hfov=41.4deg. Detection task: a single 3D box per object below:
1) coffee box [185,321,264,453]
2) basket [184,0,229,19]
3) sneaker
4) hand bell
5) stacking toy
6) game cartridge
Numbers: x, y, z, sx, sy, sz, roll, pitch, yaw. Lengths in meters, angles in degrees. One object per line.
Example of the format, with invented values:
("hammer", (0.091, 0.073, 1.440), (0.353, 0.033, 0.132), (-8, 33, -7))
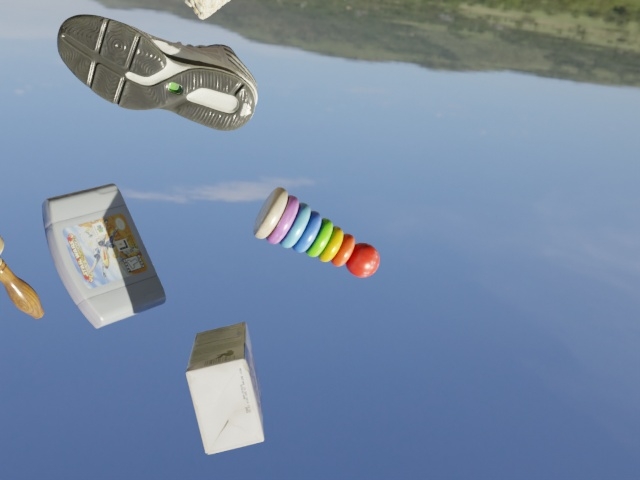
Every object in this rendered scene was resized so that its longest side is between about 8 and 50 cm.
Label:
("coffee box", (-0.189, 0.287, 1.705), (0.118, 0.168, 0.297), (-13, -172, -3))
("basket", (-0.232, -0.669, 1.638), (0.328, 0.266, 0.331), (46, 168, 2))
("sneaker", (-0.351, -0.387, 1.907), (0.447, 0.169, 0.257), (22, -159, -6))
("hand bell", (-0.523, 0.048, 1.378), (0.126, 0.242, 0.126), (-13, -137, 12))
("stacking toy", (0.000, 0.000, 2.145), (0.330, 0.141, 0.141), (29, -167, -14))
("game cartridge", (-0.473, 0.030, 1.822), (0.062, 0.297, 0.198), (-30, 173, 41))
